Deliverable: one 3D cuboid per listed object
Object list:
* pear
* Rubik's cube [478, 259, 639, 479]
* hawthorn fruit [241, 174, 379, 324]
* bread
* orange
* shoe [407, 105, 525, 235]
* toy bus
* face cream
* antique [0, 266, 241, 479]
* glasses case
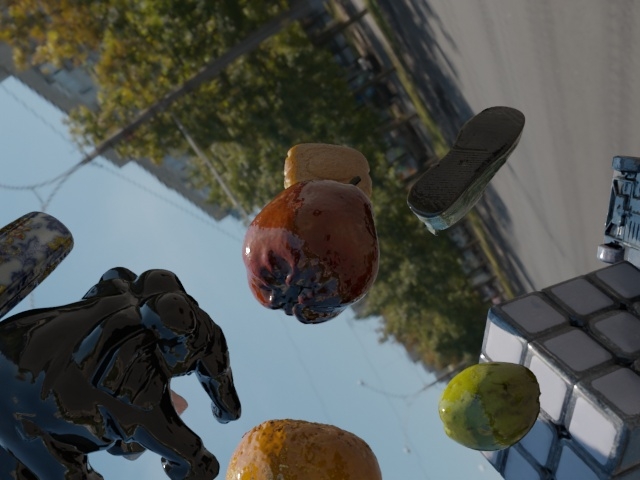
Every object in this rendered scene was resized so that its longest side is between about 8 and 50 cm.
[{"bbox_3d":[0.210,0.204,1.094,0.107,0.131,0.107,168,90,-88],"label":"pear"},{"bbox_3d":[0.446,0.255,1.402,0.304,0.305,0.300,45,143,44],"label":"Rubik's cube"},{"bbox_3d":[0.000,0.000,1.434,0.224,0.224,0.260,54,-130,-35],"label":"hawthorn fruit"},{"bbox_3d":[0.011,-0.099,1.734,0.245,0.174,0.121,-87,12,-54],"label":"bread"},{"bbox_3d":[-0.035,0.531,1.855,0.340,0.341,0.293,48,-132,-59],"label":"orange"},{"bbox_3d":[0.261,-0.124,1.551,0.103,0.275,0.098,37,166,33],"label":"shoe"},{"bbox_3d":[0.634,-0.030,1.486,0.427,0.233,0.203,-102,19,-81],"label":"toy bus"},{"bbox_3d":[-0.403,0.436,2.106,0.084,0.198,0.057,36,-163,-19],"label":"face cream"},{"bbox_3d":[-0.258,0.175,1.036,0.185,0.322,0.255,-124,25,-59],"label":"antique"},{"bbox_3d":[-0.412,0.054,1.090,0.087,0.248,0.065,28,144,18],"label":"glasses case"}]
